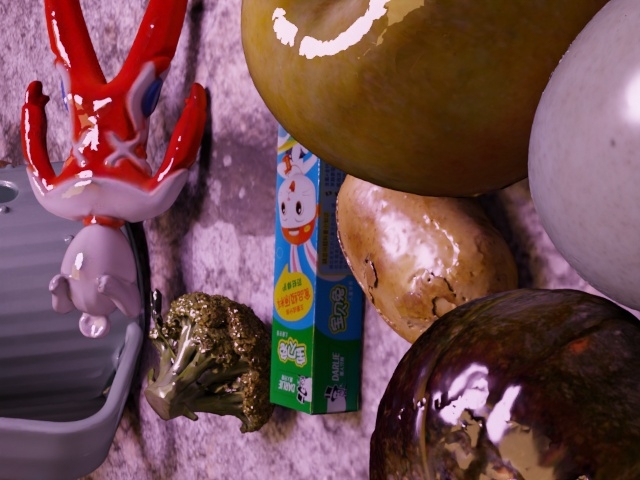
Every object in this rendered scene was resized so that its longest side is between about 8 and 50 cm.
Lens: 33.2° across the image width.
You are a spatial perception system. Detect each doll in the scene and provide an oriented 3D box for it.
[{"bbox_3d":[-0.208,-0.096,1.058,0.189,0.099,0.383,2,80,11],"label":"doll"}]

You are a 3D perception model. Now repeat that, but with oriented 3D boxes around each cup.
[{"bbox_3d":[-0.389,0.077,1.133,0.401,0.392,0.310,5,99,51],"label":"cup"}]

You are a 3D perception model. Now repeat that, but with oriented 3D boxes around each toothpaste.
[{"bbox_3d":[0.000,0.000,0.847,0.065,0.050,0.266,5,93,53],"label":"toothpaste"}]

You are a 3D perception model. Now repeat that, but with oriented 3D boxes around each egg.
[{"bbox_3d":[0.191,-0.048,0.462,0.236,0.169,0.169,-33,62,59],"label":"egg"}]

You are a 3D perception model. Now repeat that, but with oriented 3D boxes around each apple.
[{"bbox_3d":[0.067,-0.145,0.629,0.261,0.194,0.260,-11,76,49],"label":"apple"}]

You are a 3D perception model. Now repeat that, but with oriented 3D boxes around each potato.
[{"bbox_3d":[0.068,0.008,0.723,0.107,0.080,0.170,-48,48,28],"label":"potato"}]

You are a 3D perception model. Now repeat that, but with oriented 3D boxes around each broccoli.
[{"bbox_3d":[-0.096,0.105,0.925,0.130,0.120,0.131,21,140,38],"label":"broccoli"}]

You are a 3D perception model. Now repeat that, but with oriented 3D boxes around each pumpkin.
[{"bbox_3d":[0.120,0.143,0.537,0.238,0.159,0.237,40,141,43],"label":"pumpkin"}]

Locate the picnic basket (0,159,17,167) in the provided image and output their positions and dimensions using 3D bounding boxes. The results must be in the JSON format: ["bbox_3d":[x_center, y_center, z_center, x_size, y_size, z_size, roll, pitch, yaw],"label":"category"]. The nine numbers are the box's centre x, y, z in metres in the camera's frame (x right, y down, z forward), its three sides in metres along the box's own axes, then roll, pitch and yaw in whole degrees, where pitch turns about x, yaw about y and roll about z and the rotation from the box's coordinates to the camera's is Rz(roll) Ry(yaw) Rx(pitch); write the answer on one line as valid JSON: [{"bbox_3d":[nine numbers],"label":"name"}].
[{"bbox_3d":[-0.450,-0.065,1.495,0.072,0.072,0.083,44,115,47],"label":"picnic basket"}]
